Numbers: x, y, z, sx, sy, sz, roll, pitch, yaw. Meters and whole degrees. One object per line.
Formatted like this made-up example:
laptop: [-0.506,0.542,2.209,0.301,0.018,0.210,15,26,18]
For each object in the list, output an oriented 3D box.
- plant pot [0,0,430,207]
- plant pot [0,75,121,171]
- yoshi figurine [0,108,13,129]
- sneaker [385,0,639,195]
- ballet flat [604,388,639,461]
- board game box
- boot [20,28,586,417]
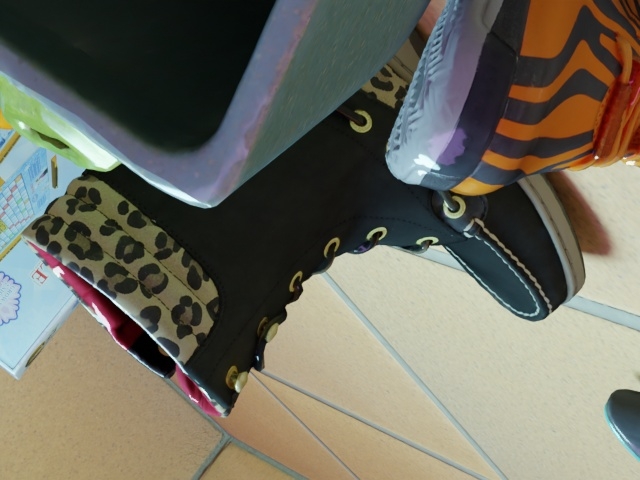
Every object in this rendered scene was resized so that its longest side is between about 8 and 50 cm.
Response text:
plant pot: [-0.024,-0.203,0.492,0.247,0.247,0.252,35,-151,13]
plant pot: [-0.097,-0.185,0.750,0.276,0.254,0.276,34,164,11]
yoshi figurine: [-0.179,-0.104,1.161,0.362,0.203,0.203,17,120,34]
sneaker: [0.145,-0.072,0.648,0.180,0.125,0.321,27,-156,7]
ballet flat: [0.338,0.194,1.265,0.203,0.074,0.074,45,164,-4]
board game box: [-0.332,-0.080,1.474,0.318,0.319,0.066,38,167,1]
boot: [0.000,0.000,1.011,0.377,0.284,0.138,48,162,-30]
